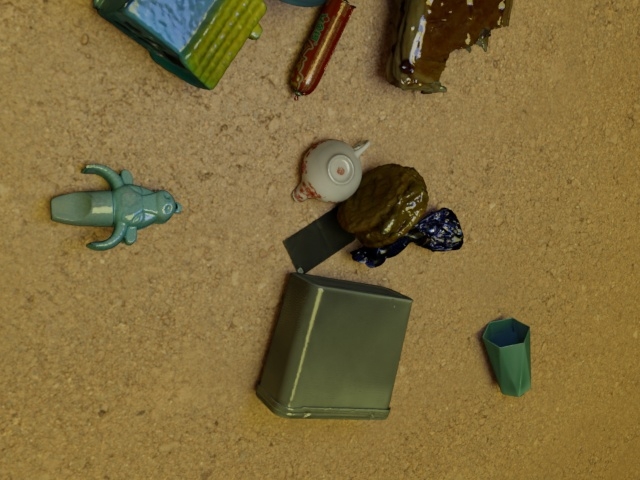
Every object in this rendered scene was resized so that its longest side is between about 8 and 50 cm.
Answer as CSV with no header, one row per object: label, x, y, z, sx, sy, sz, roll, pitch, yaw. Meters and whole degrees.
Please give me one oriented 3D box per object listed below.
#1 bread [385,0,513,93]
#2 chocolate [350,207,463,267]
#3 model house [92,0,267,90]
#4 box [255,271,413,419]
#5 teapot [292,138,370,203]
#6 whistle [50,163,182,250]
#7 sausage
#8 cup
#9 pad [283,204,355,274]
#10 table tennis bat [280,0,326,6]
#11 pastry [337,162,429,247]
bread,0.311,-0.561,1.627,0.314,0.191,0.369,-5,117,-33
chocolate,0.235,-0.006,1.748,0.344,0.148,0.126,-11,101,-28
model house,-0.265,-0.474,1.317,0.303,0.215,0.237,36,83,-35
box,0.046,0.283,1.694,0.352,0.177,0.343,11,97,-30
teapot,0.040,-0.182,1.624,0.246,0.116,0.159,-35,92,-23
whistle,-0.437,-0.070,1.390,0.274,0.093,0.186,-3,77,-26
sausage,-0.004,-0.454,1.538,0.083,0.083,0.263,24,91,-31
cup,0.608,0.380,2.065,0.148,0.134,0.235,-49,133,-41
pad,0.000,0.000,1.696,0.193,0.004,0.116,-34,116,-18
table tennis bat,-0.052,-0.597,1.436,0.329,0.215,0.044,-17,154,-43
pastry,0.172,-0.087,1.638,0.132,0.235,0.240,45,69,-33
